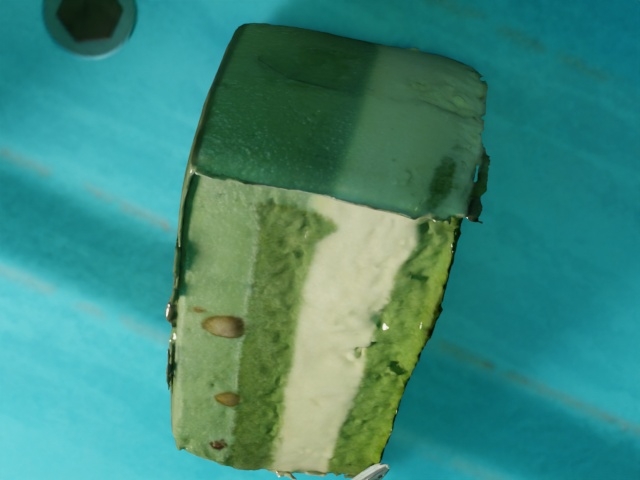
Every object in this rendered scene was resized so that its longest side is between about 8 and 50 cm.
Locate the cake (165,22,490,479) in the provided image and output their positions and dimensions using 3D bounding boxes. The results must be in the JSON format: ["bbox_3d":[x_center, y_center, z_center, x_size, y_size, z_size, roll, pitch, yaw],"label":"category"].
[{"bbox_3d":[-0.001,0.005,1.029,0.158,0.172,0.283,12,140,0],"label":"cake"}]

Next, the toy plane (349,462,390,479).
[{"bbox_3d":[0.012,0.161,1.073,0.084,0.024,0.078,-27,145,32],"label":"toy plane"}]
